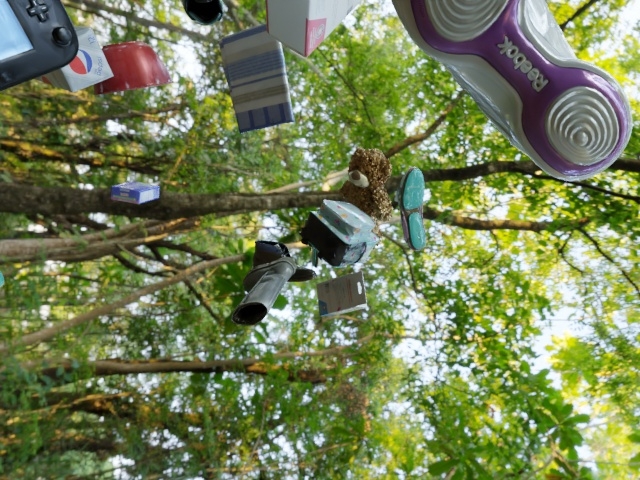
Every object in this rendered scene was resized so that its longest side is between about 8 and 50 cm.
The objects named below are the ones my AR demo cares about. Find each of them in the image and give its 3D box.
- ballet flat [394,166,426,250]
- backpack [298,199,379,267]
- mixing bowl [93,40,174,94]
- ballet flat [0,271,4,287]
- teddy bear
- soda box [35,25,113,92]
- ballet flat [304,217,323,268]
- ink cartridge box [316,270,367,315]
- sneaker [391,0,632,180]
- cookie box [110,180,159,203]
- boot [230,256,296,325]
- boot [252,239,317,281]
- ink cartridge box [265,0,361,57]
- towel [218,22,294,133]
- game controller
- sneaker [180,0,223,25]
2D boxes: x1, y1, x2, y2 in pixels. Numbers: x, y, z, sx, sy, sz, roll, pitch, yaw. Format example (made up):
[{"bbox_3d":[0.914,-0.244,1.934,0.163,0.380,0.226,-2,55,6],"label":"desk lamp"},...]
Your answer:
[{"bbox_3d":[0.233,-0.082,1.206,0.079,0.076,0.222,-160,-121,-66],"label":"ballet flat"},{"bbox_3d":[0.061,-0.019,1.196,0.165,0.188,0.145,39,-74,31],"label":"backpack"},{"bbox_3d":[-0.437,-0.395,1.039,0.181,0.181,0.098,22,-52,51],"label":"mixing bowl"},{"bbox_3d":[-0.526,0.060,0.596,0.077,0.077,0.231,64,-1,8],"label":"ballet flat"},{"bbox_3d":[0.135,-0.124,1.454,0.338,0.113,0.245,103,-31,-55],"label":"teddy bear"},{"bbox_3d":[-0.548,-0.386,0.951,0.286,0.091,0.098,25,-39,39],"label":"soda box"},{"bbox_3d":[0.000,0.000,1.579,0.086,0.086,0.249,-59,-152,34],"label":"ballet flat"},{"bbox_3d":[0.078,0.164,1.393,0.181,0.061,0.105,-21,-113,36],"label":"ink cartridge box"},{"bbox_3d":[0.153,-0.186,0.428,0.114,0.305,0.152,-37,-164,16],"label":"sneaker"},{"bbox_3d":[-0.537,-0.140,1.328,0.091,0.107,0.040,11,-74,9],"label":"cookie box"},{"bbox_3d":[-0.155,0.133,1.092,0.189,0.076,0.209,-34,-161,33],"label":"boot"},{"bbox_3d":[-0.111,0.059,1.345,0.219,0.082,0.106,5,-77,24],"label":"boot"},{"bbox_3d":[0.014,-0.565,0.954,0.117,0.283,0.207,35,-19,10],"label":"ink cartridge box"},{"bbox_3d":[-0.186,-0.472,1.337,0.209,0.034,0.285,-4,-77,28],"label":"towel"},{"bbox_3d":[-0.456,-0.251,0.543,0.067,0.319,0.167,15,-46,29],"label":"game controller"},{"bbox_3d":[-0.296,-0.582,1.129,0.302,0.108,0.121,-161,-118,-81],"label":"sneaker"}]
